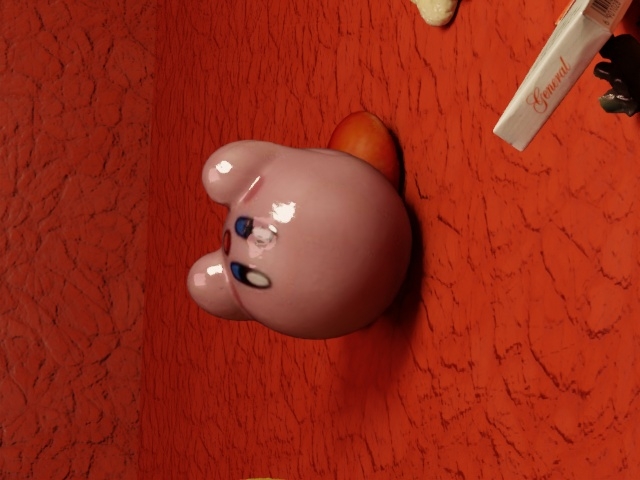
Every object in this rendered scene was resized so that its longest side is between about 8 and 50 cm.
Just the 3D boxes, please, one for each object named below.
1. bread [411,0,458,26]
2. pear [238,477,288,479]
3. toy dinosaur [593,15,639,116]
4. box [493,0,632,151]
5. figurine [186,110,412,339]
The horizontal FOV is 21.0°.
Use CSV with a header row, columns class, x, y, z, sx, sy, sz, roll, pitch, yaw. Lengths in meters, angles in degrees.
class,x,y,z,sx,sy,sz,roll,pitch,yaw
bread,0.124,-0.358,1.916,0.182,0.039,0.251,136,135,-62
pear,-0.063,0.419,1.816,0.348,0.348,0.348,-175,90,-71
toy dinosaur,0.295,-0.099,1.384,0.179,0.087,0.187,59,-178,-9
box,0.218,-0.182,1.381,0.139,0.035,0.245,-57,0,43
figurine,0.009,0.001,1.943,0.211,0.261,0.269,24,109,41
